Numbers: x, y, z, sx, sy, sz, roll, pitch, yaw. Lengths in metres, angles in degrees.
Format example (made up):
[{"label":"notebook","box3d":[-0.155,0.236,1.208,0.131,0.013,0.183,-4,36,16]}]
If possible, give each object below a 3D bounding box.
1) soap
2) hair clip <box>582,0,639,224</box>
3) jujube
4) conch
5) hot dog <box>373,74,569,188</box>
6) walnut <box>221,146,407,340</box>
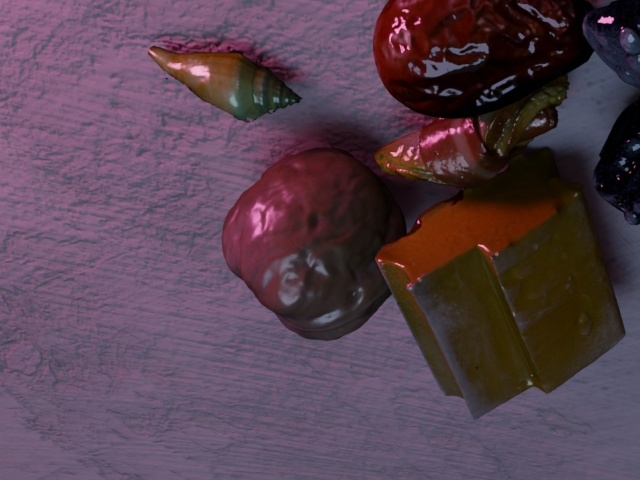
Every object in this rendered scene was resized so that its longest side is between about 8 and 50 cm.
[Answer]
[{"label":"soap","box3d":[0.232,0.063,1.649,0.259,0.143,0.281,-32,132,-2]},{"label":"hair clip","box3d":[0.395,-0.153,1.378,0.206,0.194,0.310,17,145,27]},{"label":"jujube","box3d":[0.177,-0.217,1.417,0.236,0.168,0.168,-4,135,21]},{"label":"conch","box3d":[-0.118,-0.195,1.651,0.201,0.079,0.095,21,159,30]},{"label":"hot dog","box3d":[0.185,-0.114,1.553,0.261,0.123,0.093,-20,101,40]},{"label":"walnut","box3d":[0.001,0.001,1.695,0.248,0.248,0.248,14,141,11]}]
